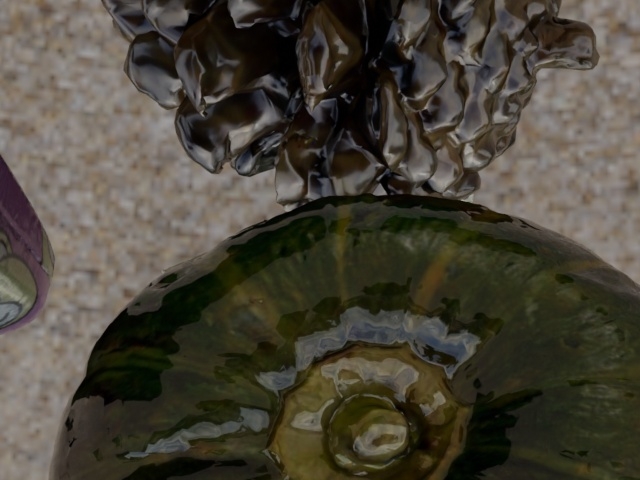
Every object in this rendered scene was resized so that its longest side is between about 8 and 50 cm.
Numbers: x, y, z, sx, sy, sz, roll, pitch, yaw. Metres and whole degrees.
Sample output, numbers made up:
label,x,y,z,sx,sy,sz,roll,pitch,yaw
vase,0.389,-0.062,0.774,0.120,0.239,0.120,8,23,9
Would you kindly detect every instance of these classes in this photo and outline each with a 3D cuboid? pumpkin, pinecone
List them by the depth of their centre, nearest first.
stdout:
label,x,y,z,sx,sy,sz,roll,pitch,yaw
pumpkin,0.028,0.108,0.626,0.260,0.260,0.189,-4,149,9
pinecone,0.012,-0.119,0.872,0.257,0.243,0.243,-1,158,42

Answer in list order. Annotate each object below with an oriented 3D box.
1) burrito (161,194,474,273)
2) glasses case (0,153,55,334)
label,x,y,z,sx,sy,sz,roll,pitch,yaw
burrito,0.000,0.000,1.483,0.275,0.082,0.059,-26,142,-12
glasses case,-0.196,-0.043,0.626,0.123,0.076,0.316,1,153,15
